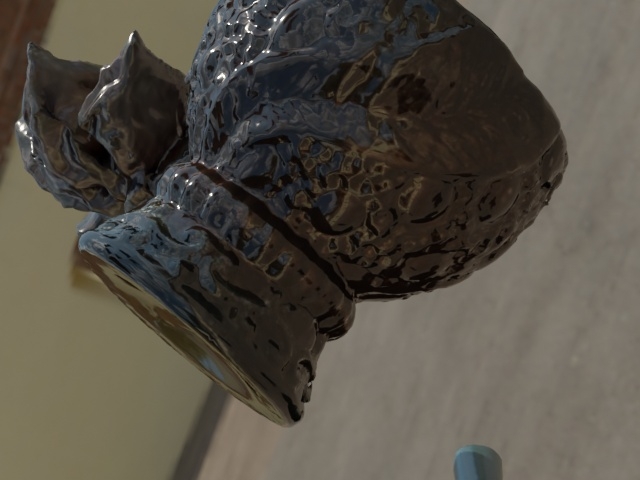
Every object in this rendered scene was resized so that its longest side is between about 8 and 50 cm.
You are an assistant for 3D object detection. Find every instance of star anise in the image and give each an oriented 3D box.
[{"bbox_3d":[-0.137,-0.047,1.436,0.117,0.331,0.332,-57,-2,-34],"label":"star anise"}]

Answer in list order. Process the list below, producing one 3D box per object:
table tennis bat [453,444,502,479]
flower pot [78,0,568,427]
[{"bbox_3d":[0.129,0.250,1.327,0.329,0.215,0.044,-78,1,-70],"label":"table tennis bat"},{"bbox_3d":[-0.009,-0.032,1.140,0.267,0.266,0.266,-51,2,-13],"label":"flower pot"}]
